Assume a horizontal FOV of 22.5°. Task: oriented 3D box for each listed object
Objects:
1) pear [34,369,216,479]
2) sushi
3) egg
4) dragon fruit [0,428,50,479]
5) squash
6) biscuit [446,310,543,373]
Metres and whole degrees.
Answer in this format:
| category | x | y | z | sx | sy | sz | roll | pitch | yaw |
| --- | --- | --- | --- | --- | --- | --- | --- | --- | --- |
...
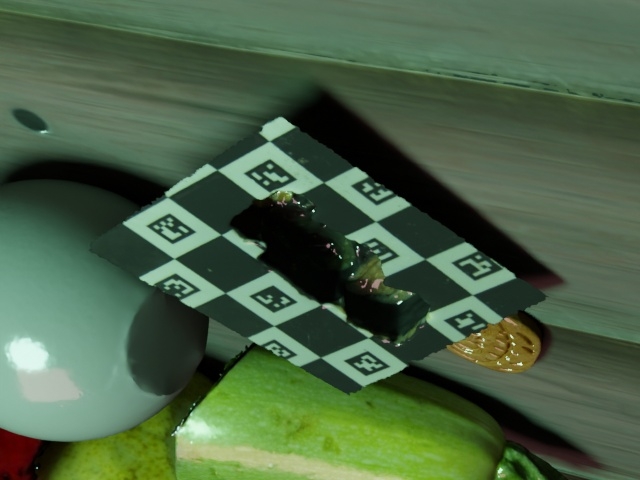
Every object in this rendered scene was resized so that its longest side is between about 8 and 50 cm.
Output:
| category | x | y | z | sx | sy | sz | roll | pitch | yaw |
| --- | --- | --- | --- | --- | --- | --- | --- | --- | --- |
| pear | -0.152 | 0.232 | 1.329 | 0.271 | 0.271 | 0.271 | 20 | 155 | 10 |
| sushi | 0.000 | 0.000 | 0.987 | 0.215 | 0.050 | 0.192 | 33 | 139 | -27 |
| egg | -0.187 | 0.045 | 1.100 | 0.232 | 0.176 | 0.176 | 14 | 155 | 40 |
| dragon fruit | -0.320 | 0.166 | 1.257 | 0.100 | 0.343 | 0.282 | 33 | 154 | -32 |
| squash | 0.045 | 0.134 | 1.172 | 0.287 | 0.137 | 0.137 | 6 | 152 | 11 |
| biscuit | 0.107 | 0.062 | 1.058 | 0.078 | 0.015 | 0.091 | 21 | 155 | 7 |
